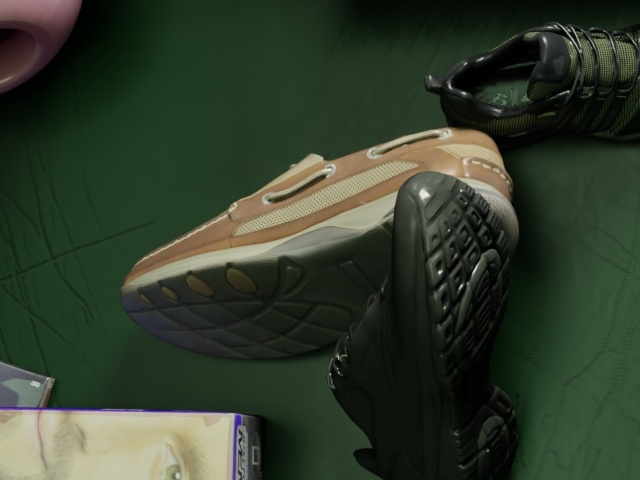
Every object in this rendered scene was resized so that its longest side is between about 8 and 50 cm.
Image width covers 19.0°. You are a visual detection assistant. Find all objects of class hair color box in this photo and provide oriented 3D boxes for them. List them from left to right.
[{"bbox_3d":[-0.218,0.219,1.455,0.339,0.110,0.185,0,83,10],"label":"hair color box"}]

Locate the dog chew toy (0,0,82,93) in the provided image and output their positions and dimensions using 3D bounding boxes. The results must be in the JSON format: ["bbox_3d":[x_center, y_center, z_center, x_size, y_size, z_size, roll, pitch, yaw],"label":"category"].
[{"bbox_3d":[-0.316,-0.276,1.522,0.206,0.206,0.332,-27,68,11],"label":"dog chew toy"}]

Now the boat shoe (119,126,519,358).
[{"bbox_3d":[0.000,0.000,1.440,0.324,0.123,0.116,-14,45,22],"label":"boat shoe"}]

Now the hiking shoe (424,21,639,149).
[{"bbox_3d":[0.192,-0.114,1.384,0.227,0.114,0.086,-13,80,15],"label":"hiking shoe"}]

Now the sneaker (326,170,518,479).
[{"bbox_3d":[0.061,0.077,1.345,0.130,0.109,0.286,15,127,27],"label":"sneaker"}]

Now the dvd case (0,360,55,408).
[{"bbox_3d":[-0.321,0.193,1.547,0.164,0.018,0.221,17,88,17],"label":"dvd case"}]
